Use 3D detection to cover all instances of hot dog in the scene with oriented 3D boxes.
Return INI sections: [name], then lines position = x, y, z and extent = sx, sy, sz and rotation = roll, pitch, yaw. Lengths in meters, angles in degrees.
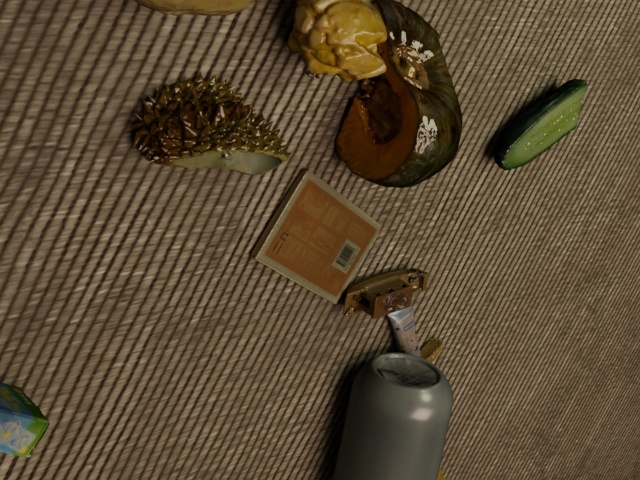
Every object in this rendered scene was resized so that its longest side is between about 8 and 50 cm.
[hot dog]
position = 0.221, 0.243, 1.826
extent = 0.090, 0.030, 0.034
rotation = -43, 140, -18

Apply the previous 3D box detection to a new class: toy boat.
[toy boat]
position = 0.126, 0.097, 1.619
extent = 0.200, 0.077, 0.057
rotation = -16, 121, -37

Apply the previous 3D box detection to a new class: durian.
[durian]
position = -0.140, -0.139, 1.223
extent = 0.252, 0.144, 0.139
rotation = -8, 139, -46

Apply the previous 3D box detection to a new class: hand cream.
[hand cream]
position = 0.171, 0.194, 1.744
extent = 0.065, 0.043, 0.170
rotation = -35, 128, -26

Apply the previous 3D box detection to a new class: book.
[book]
position = -0.001, 0.000, 1.490
extent = 0.242, 0.018, 0.170
rotation = 34, 86, -48

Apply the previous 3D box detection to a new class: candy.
[candy]
position = -0.455, 0.214, 1.117
extent = 0.194, 0.097, 0.062
rotation = 31, 88, -47

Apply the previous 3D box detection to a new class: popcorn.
[popcorn]
position = 0.027, -0.297, 1.262
extent = 0.167, 0.148, 0.152
rotation = 26, 115, -38

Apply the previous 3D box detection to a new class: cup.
[cup]
position = 0.144, 0.390, 1.705
extent = 0.205, 0.205, 0.312
rotation = -8, 117, -41

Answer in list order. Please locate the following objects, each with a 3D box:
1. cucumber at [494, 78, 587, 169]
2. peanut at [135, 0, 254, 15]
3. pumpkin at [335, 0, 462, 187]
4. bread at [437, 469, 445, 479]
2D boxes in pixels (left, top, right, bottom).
[cucumber]
position = 0.425, -0.227, 1.735
extent = 0.244, 0.063, 0.115
rotation = -35, 141, -25
[peanut]
position = -0.110, -0.370, 1.099
extent = 0.319, 0.147, 0.147
rotation = -36, 133, -30
[pumpkin]
position = 0.115, -0.223, 1.430
extent = 0.139, 0.190, 0.280
rotation = -2, 70, -43
[bread]
position = 0.176, 0.600, 1.891
extent = 0.262, 0.162, 0.204
rotation = -31, 143, -9
